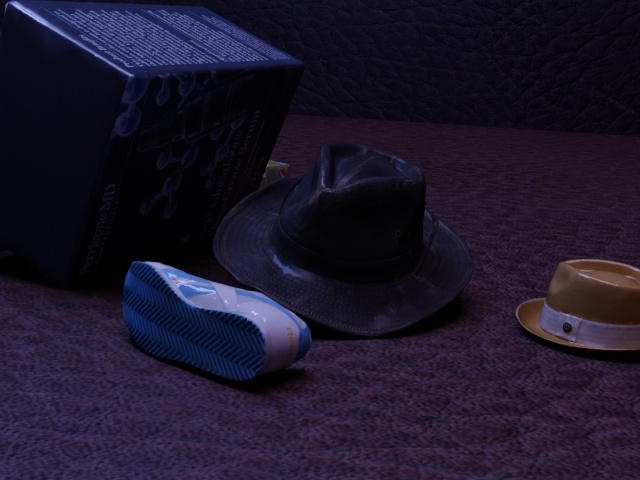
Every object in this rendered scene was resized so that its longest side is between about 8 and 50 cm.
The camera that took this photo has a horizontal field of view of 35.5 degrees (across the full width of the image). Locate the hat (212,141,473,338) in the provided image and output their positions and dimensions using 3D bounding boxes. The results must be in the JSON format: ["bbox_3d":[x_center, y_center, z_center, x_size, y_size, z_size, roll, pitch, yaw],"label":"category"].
[{"bbox_3d":[0.042,-0.036,1.183,0.331,0.134,0.331,9,34,-6],"label":"hat"}]

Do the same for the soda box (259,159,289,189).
[{"bbox_3d":[-0.138,-0.128,1.911,0.058,0.061,0.181,-9,18,-40],"label":"soda box"}]

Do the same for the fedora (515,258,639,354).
[{"bbox_3d":[0.318,0.069,1.135,0.194,0.079,0.194,2,13,0],"label":"fedora"}]

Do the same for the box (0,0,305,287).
[{"bbox_3d":[-0.245,-0.147,1.361,0.212,0.294,0.395,32,25,21],"label":"box"}]

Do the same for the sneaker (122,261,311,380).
[{"bbox_3d":[-0.114,0.081,1.015,0.228,0.088,0.092,22,15,37],"label":"sneaker"}]

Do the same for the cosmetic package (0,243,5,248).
[{"bbox_3d":[-0.456,-0.060,1.429,0.107,0.127,0.238,10,17,31],"label":"cosmetic package"}]

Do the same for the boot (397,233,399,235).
[{"bbox_3d":[0.000,0.000,1.359,0.176,0.089,0.244,11,19,38],"label":"boot"}]
